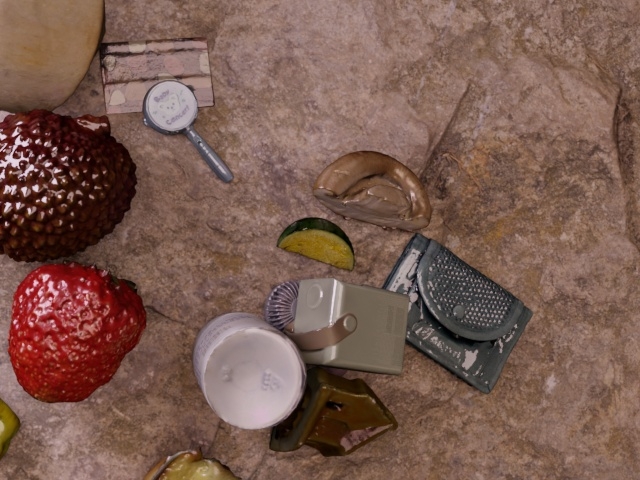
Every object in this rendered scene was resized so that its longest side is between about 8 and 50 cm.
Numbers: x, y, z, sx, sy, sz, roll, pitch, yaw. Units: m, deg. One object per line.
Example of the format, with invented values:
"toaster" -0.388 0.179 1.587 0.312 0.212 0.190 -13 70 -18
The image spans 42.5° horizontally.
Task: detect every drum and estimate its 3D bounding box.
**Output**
"drum" -0.293 -0.221 1.761 0.130 0.049 0.253 -25 96 -13

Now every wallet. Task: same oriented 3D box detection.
"wallet" 0.303 0.164 1.867 0.342 0.075 0.237 34 76 -9

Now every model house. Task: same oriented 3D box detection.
"model house" 0.048 0.373 1.710 0.239 0.268 0.173 17 72 -17

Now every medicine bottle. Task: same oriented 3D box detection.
"medicine bottle" -0.151 0.244 1.620 0.190 0.332 0.189 0 91 -13

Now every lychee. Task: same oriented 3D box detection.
"lychee" -0.507 -0.107 1.577 0.306 0.306 0.330 32 98 -9

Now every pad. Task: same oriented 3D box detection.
"pad" -0.353 -0.358 1.780 0.235 0.003 0.158 -7 87 -14

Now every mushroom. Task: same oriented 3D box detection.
"mushroom" 0.118 -0.125 1.810 0.286 0.156 0.151 17 70 -24

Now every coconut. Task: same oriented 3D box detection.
"coconut" -0.588 -0.437 1.566 0.415 0.345 0.415 -22 119 -47

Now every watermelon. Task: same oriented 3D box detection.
"watermelon" 0.001 -0.009 1.825 0.182 0.075 0.092 16 126 -11

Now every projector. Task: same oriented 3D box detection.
"projector" 0.053 0.177 1.697 0.243 0.163 0.177 13 78 -34

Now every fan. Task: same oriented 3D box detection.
"fan" -0.023 0.199 1.788 0.130 0.074 0.244 -37 100 -25

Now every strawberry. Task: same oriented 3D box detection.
"strawberry" -0.476 0.178 1.585 0.258 0.257 0.276 18 73 -12

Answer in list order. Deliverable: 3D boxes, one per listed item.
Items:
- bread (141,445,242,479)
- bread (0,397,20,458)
"bread" -0.288 0.525 1.664 0.174 0.133 0.251 35 86 -15
"bread" -0.750 0.285 1.579 0.166 0.112 0.383 -44 98 -11
